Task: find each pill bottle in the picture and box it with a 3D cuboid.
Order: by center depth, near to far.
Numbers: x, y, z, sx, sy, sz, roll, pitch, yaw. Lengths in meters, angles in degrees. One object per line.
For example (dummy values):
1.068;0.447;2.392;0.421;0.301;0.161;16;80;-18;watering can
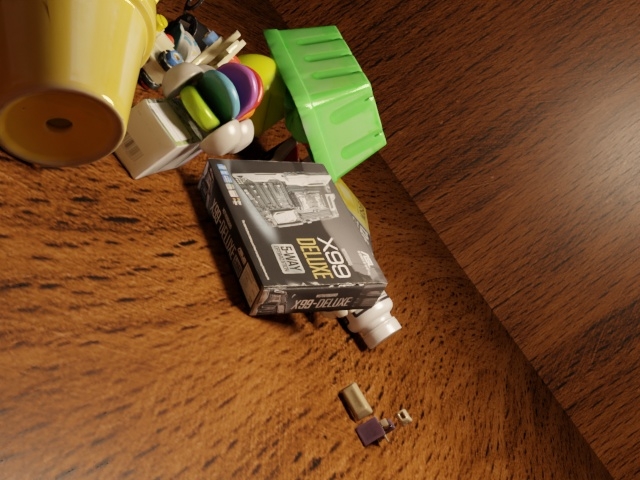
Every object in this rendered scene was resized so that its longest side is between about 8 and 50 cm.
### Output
0.080;0.121;1.885;0.193;0.108;0.108;56;14;10;pill bottle

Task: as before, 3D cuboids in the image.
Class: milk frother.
-0.275;-0.502;2.163;0.129;0.143;0.135;53;14;31;milk frother

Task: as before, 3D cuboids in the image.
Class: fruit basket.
-0.084;-0.297;1.997;0.392;0.392;0.282;-110;180;-50;fruit basket

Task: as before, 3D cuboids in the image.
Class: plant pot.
-0.335;-0.234;1.168;0.254;0.254;0.238;36;39;-51;plant pot

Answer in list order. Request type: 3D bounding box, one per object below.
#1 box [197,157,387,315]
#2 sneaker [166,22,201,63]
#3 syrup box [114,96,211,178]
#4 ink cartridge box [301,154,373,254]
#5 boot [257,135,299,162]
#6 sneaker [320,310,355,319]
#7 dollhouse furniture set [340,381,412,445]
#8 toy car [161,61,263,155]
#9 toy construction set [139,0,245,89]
-0.054;-0.011;1.598;0.243;0.076;0.307;0;46;-30;box
-0.298;-0.394;1.952;0.092;0.087;0.228;50;16;-22;sneaker
-0.259;-0.175;1.521;0.093;0.096;0.237;55;13;-2;syrup box
0.065;-0.058;2.362;0.307;0.072;0.303;46;15;-19;ink cartridge box
-0.062;-0.134;2.099;0.176;0.088;0.244;50;22;-14;boot
0.000;0.000;1.785;0.330;0.130;0.147;-117;-175;-53;sneaker
0.096;0.297;1.601;0.114;0.091;0.081;58;-1;28;dollhouse furniture set
-0.159;-0.233;1.500;0.159;0.136;0.182;56;14;0;toy car
-0.313;-0.415;1.782;0.328;0.151;0.215;36;34;-8;toy construction set
